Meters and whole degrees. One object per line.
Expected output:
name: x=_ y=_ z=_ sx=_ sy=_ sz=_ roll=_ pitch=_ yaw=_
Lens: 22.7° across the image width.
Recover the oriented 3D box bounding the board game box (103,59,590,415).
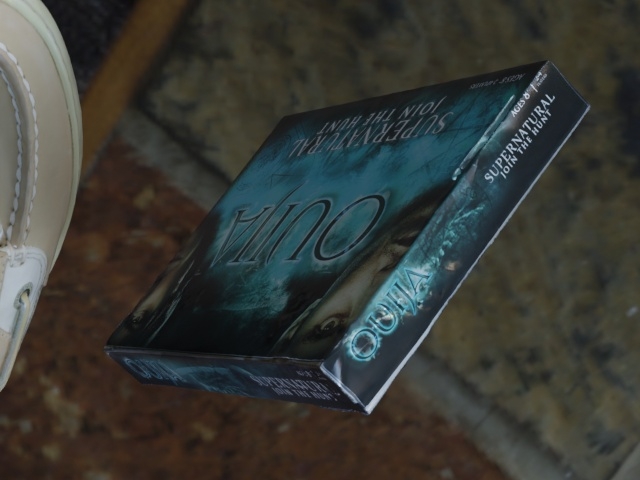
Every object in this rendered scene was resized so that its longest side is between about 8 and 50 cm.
board game box: x=0.000 y=0.000 z=0.560 sx=0.026 sy=0.186 sz=0.126 roll=44 pitch=69 yaw=-19

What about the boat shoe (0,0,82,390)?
boat shoe: x=-0.168 y=0.025 z=0.654 sx=0.109 sy=0.098 sz=0.302 roll=14 pitch=130 yaw=-10
